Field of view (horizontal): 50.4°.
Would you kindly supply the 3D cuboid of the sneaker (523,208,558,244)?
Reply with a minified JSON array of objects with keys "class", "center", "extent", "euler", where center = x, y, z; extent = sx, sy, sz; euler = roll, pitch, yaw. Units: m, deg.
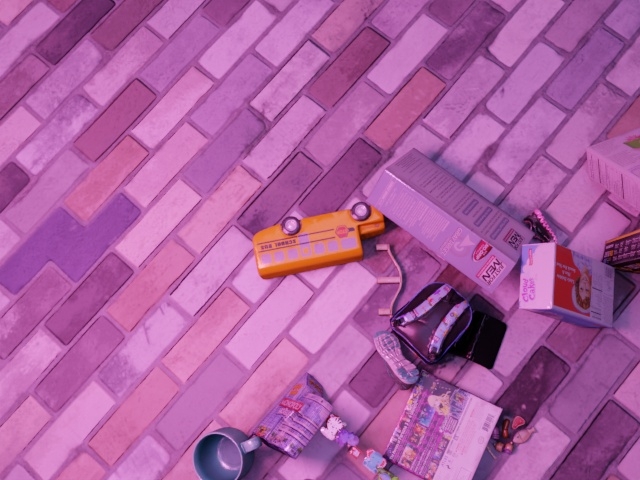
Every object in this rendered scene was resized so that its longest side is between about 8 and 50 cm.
[{"class":"sneaker","center":[0.557,-0.018,1.723],"extent":[0.057,0.047,0.119],"euler":[-27,69,4]}]

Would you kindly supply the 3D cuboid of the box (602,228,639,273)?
[{"class":"box","center":[0.824,0.038,1.546],"extent":[0.257,0.322,0.079],"euler":[12,84,6]}]

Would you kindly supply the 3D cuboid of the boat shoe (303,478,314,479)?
[{"class":"boat shoe","center":[0.052,0.634,1.587],"extent":[0.226,0.083,0.076],"euler":[19,90,19]}]

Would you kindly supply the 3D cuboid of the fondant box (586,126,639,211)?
[{"class":"fondant box","center":[0.826,-0.169,1.607],"extent":[0.238,0.330,0.096],"euler":[-21,120,-1]}]

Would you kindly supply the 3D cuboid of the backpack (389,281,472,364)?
[{"class":"backpack","center":[0.273,0.195,1.646],"extent":[0.158,0.117,0.173],"euler":[42,83,17]}]

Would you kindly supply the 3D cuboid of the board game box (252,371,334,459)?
[{"class":"board game box","center":[-0.053,0.405,1.602],"extent":[0.060,0.194,0.194],"euler":[44,68,-13]}]

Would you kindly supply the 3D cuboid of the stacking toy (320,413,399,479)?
[{"class":"stacking toy","center":[0.095,0.482,1.567],"extent":[0.221,0.167,0.052],"euler":[38,81,12]}]

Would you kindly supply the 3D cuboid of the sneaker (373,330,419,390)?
[{"class":"sneaker","center":[0.175,0.297,1.660],"extent":[0.065,0.076,0.166],"euler":[-14,50,-21]}]

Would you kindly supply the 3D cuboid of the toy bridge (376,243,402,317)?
[{"class":"toy bridge","center":[0.175,0.102,1.724],"extent":[0.063,0.026,0.188],"euler":[-2,77,2]}]

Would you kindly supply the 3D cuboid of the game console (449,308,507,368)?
[{"class":"game console","center":[0.385,0.241,1.685],"extent":[0.107,0.071,0.122],"euler":[14,75,38]}]

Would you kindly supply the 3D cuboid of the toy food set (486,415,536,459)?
[{"class":"toy food set","center":[0.447,0.463,1.623],"extent":[0.122,0.019,0.078],"euler":[-37,77,-5]}]

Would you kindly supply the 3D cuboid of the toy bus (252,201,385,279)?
[{"class":"toy bus","center":[0.000,0.000,1.717],"extent":[0.332,0.108,0.130],"euler":[-11,76,1]}]

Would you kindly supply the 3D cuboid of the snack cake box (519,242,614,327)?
[{"class":"snack cake box","center":[0.579,0.110,1.587],"extent":[0.264,0.089,0.152],"euler":[18,75,-37]}]

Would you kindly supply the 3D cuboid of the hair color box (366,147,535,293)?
[{"class":"hair color box","center":[0.319,-0.056,1.661],"extent":[0.374,0.114,0.185],"euler":[37,37,11]}]

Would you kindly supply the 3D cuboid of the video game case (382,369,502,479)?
[{"class":"video game case","center":[0.289,0.458,1.617],"extent":[0.210,0.042,0.232],"euler":[24,79,14]}]

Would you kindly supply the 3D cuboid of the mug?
[{"class":"mug","center":[-0.210,0.510,1.602],"extent":[0.157,0.097,0.130],"euler":[6,88,19]}]
